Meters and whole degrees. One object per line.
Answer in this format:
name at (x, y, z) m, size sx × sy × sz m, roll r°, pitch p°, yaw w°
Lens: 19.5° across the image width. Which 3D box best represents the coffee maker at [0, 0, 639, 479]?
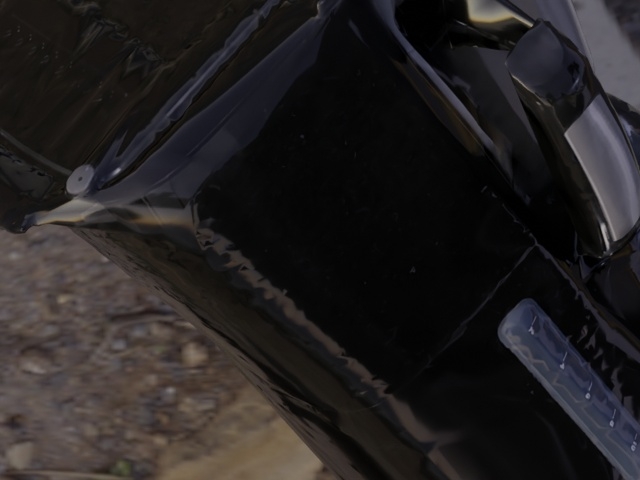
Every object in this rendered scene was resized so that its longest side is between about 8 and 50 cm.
coffee maker at (0.000, 0.000, 0.420) m, size 0.171 × 0.120 × 0.178 m, roll -32°, pitch 132°, yaw 11°
